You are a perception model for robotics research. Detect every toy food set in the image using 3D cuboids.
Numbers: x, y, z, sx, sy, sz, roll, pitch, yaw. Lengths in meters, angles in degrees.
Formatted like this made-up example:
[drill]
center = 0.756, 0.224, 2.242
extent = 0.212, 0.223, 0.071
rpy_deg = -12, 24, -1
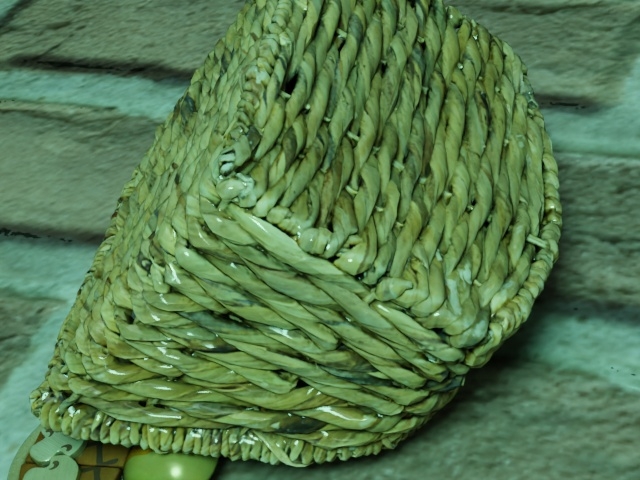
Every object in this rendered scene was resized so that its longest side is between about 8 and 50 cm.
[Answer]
[toy food set]
center = -0.118, 0.120, 0.878
extent = 0.132, 0.038, 0.192
rpy_deg = -4, 39, 15

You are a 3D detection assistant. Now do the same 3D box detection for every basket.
[basket]
center = 0.000, 0.000, 0.912
extent = 0.223, 0.213, 0.299
rpy_deg = -50, 16, 35
